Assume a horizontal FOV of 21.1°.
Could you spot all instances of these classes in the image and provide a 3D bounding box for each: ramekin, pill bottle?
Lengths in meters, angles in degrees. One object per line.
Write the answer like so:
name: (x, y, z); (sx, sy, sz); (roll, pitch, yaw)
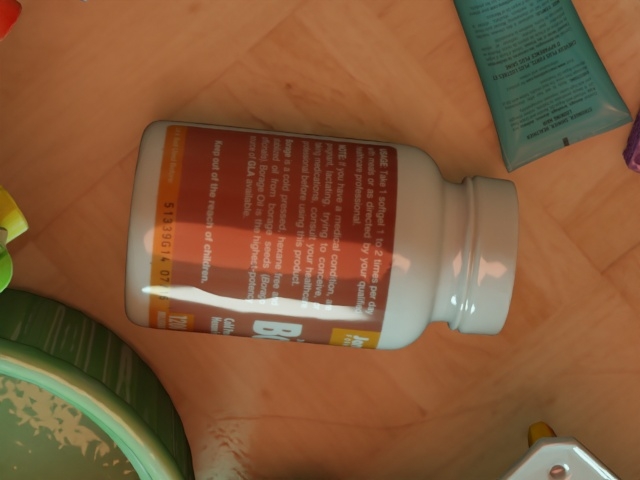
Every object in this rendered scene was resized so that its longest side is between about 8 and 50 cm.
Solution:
ramekin: (-0.214, 0.173, 1.032); (0.303, 0.148, 0.303); (0, 109, -1)
pill bottle: (0.000, 0.000, 0.991); (0.216, 0.121, 0.121); (6, 108, -2)

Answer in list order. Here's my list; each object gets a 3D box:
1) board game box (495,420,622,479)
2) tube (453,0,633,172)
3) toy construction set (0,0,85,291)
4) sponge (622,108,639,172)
board game box: (0.137, 0.358, 1.046); (0.390, 0.050, 0.390); (42, 101, -14)
tube: (0.108, -0.140, 0.987); (0.080, 0.052, 0.207); (-21, 113, 11)
toy construction set: (-0.186, -0.092, 0.874); (0.215, 0.151, 0.328); (37, 71, -24)
sponge: (0.265, -0.124, 1.001); (0.117, 0.031, 0.210); (15, 108, -6)
